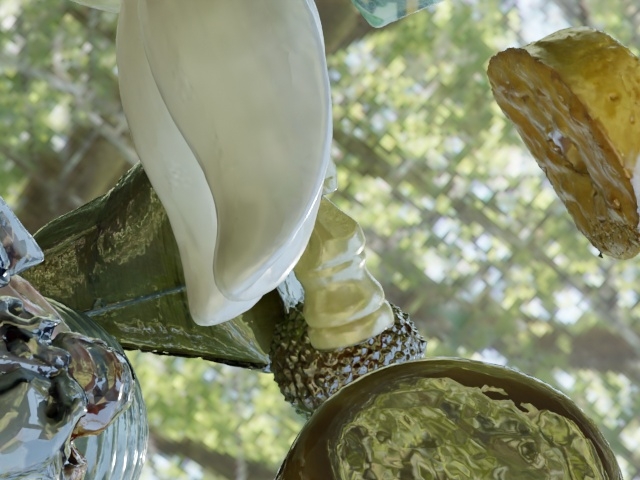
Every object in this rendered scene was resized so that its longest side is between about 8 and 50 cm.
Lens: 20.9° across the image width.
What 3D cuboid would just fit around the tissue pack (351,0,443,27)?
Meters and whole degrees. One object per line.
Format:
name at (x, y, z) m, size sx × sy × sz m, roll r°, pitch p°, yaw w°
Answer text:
tissue pack at (0.087, -0.313, 1.365) m, size 0.128 × 0.228 × 0.311 m, roll -46°, pitch -163°, yaw -27°

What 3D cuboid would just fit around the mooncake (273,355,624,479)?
mooncake at (0.072, 0.182, 1.045) m, size 0.117 × 0.235 × 0.234 m, roll 118°, pitch -12°, yaw -45°

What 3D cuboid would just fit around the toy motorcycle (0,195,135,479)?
toy motorcycle at (-0.224, 0.041, 1.018) m, size 0.207 × 0.401 × 0.134 m, roll -24°, pitch -154°, yaw -21°

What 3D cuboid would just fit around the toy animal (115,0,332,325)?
toy animal at (-0.026, -0.097, 0.427) m, size 0.131 × 0.220 × 0.104 m, roll -30°, pitch -169°, yaw -26°

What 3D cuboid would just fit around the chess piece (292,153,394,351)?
chess piece at (0.000, 0.000, 1.672) m, size 0.090 × 0.200 × 0.090 m, roll -19°, pitch -167°, yaw 4°

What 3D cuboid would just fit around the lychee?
lychee at (0.021, 0.125, 1.807) m, size 0.171 × 0.171 × 0.171 m, roll -38°, pitch -151°, yaw 26°

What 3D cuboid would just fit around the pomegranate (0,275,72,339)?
pomegranate at (-0.306, 0.035, 1.326) m, size 0.214 × 0.248 × 0.214 m, roll -49°, pitch -150°, yaw 42°

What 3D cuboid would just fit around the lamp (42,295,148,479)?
lamp at (-0.290, 0.173, 1.696) m, size 0.233 × 0.233 × 0.265 m, roll -18°, pitch -110°, yaw 48°

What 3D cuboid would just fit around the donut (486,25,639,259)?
donut at (0.306, -0.117, 1.919) m, size 0.108 × 0.277 × 0.277 m, roll -32°, pitch -156°, yaw -12°

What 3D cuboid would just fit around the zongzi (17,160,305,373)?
zongzi at (-0.201, -0.043, 1.894) m, size 0.356 × 0.392 × 0.174 m, roll 1°, pitch -146°, yaw 23°

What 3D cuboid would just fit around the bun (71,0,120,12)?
bun at (-0.106, -0.305, 1.088) m, size 0.364 × 0.364 × 0.202 m, roll -61°, pitch -169°, yaw -19°
